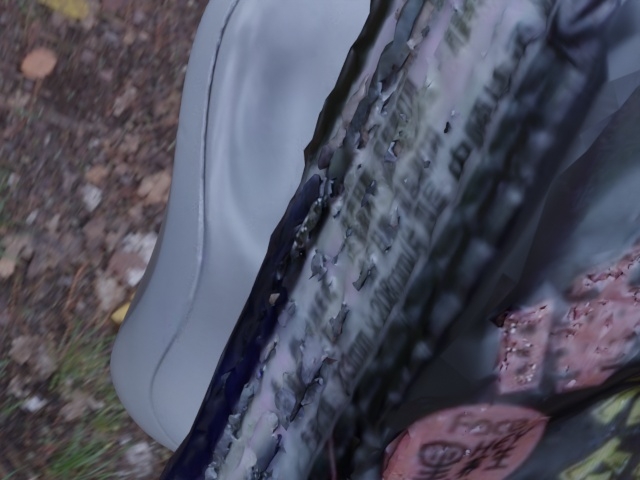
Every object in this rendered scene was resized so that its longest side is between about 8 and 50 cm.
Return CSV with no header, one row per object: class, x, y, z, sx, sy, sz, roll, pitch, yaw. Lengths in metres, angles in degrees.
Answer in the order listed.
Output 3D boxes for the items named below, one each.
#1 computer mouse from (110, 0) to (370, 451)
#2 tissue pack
computer mouse,0.000,0.000,0.816,0.184,0.121,0.297,19,116,-14
tissue pack,0.100,0.024,0.592,0.245,0.332,0.123,2,40,-32
